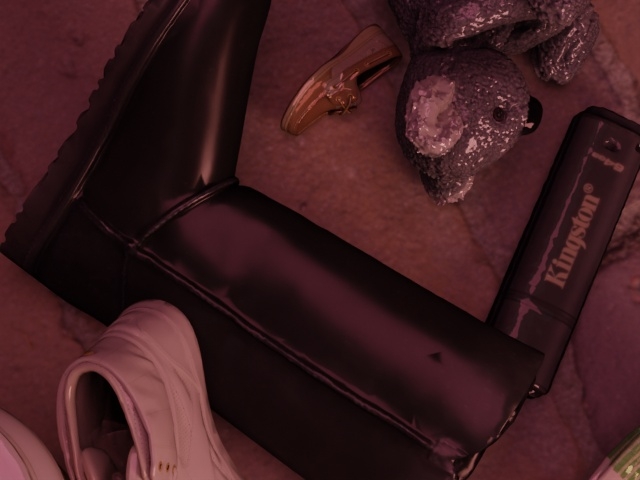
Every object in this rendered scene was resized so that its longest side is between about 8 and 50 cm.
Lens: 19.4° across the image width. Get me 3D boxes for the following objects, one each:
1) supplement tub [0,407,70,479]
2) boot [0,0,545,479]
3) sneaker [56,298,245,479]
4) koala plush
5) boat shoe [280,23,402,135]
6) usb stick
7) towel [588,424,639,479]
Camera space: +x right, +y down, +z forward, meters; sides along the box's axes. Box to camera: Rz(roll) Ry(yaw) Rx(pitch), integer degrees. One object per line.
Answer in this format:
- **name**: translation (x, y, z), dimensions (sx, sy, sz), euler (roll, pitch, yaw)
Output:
- **supplement tub**: translation (-0.301, 0.241, 1.477), dimensions (0.228, 0.316, 0.228), euler (1, 76, -2)
- **boot**: translation (-0.001, 0.002, 1.599), dimensions (0.445, 0.146, 0.367), euler (36, 106, 10)
- **sneaker**: translation (-0.136, 0.210, 1.529), dimensions (0.108, 0.169, 0.292), euler (-15, 100, 21)
- **koala plush**: translation (0.129, -0.150, 1.665), dimensions (0.203, 0.196, 0.221), euler (15, 78, 10)
- **boat shoe**: translation (0.020, -0.141, 1.721), dimensions (0.045, 0.050, 0.135), euler (42, 78, 13)
- **usb stick**: translation (0.217, 0.010, 1.692), dimensions (0.077, 0.045, 0.278), euler (23, 76, 5)
- **towel**: translation (0.294, 0.299, 1.575), dimensions (0.248, 0.038, 0.325), euler (44, 93, 14)
